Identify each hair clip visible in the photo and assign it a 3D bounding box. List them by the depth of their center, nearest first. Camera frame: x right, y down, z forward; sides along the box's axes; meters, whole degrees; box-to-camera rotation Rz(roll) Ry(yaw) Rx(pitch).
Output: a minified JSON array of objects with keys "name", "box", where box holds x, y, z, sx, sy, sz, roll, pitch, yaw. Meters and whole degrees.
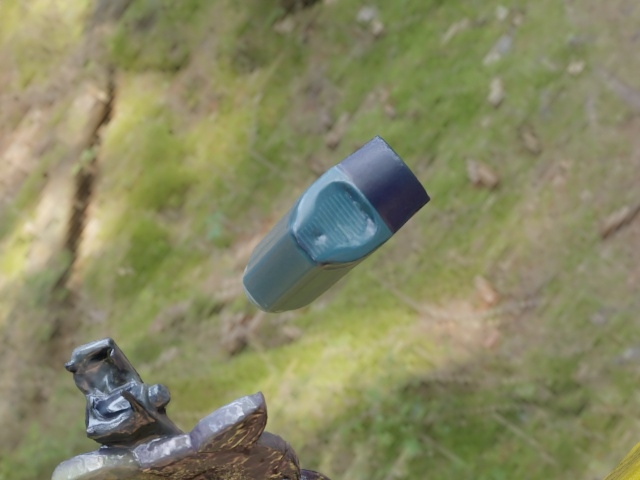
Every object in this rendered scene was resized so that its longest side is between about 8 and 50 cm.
[{"name":"hair clip","box":[-0.082,0.124,0.885,0.146,0.187,0.056,-20,47,8]}]

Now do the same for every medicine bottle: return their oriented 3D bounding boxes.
[{"name":"medicine bottle","box":[0.000,0.000,1.485,0.124,0.079,0.258,-41,-1,-24]}]

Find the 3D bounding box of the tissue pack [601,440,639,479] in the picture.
[{"name":"tissue pack","box":[0.361,0.326,1.521,0.382,0.293,0.228,-32,-12,-41]}]
